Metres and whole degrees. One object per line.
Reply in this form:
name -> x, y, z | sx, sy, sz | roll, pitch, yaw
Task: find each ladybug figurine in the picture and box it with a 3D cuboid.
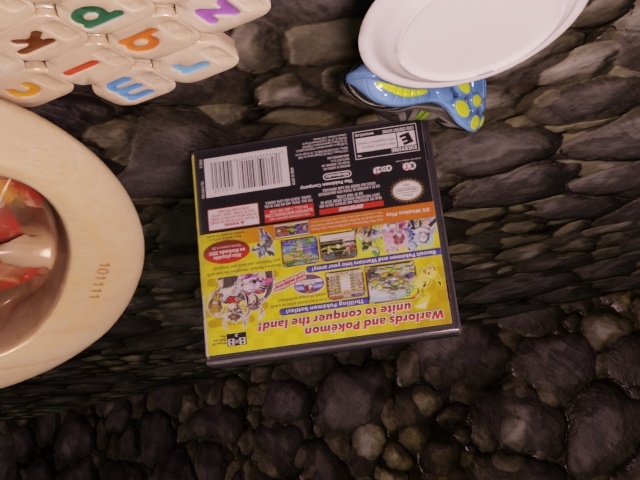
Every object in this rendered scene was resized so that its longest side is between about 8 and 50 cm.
ladybug figurine -> -0.384, -0.010, 0.793 | 0.449, 0.305, 0.162 | 11, -161, -36

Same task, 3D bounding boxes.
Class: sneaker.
sneaker -> 0.096, -0.147, 0.871 | 0.188, 0.067, 0.078 | 5, -178, -40

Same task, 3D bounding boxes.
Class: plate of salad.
plate of salad -> 0.126, -0.192, 0.732 | 0.199, 0.048, 0.200 | -13, 157, -6

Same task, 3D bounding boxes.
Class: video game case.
video game case -> 0.000, 0.000, 0.978 | 0.274, 0.248, 0.035 | -8, 163, 6

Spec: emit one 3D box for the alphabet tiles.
alphabet tiles -> -0.195, -0.177, 0.696 | 0.277, 0.021, 0.284 | -15, 162, 26
